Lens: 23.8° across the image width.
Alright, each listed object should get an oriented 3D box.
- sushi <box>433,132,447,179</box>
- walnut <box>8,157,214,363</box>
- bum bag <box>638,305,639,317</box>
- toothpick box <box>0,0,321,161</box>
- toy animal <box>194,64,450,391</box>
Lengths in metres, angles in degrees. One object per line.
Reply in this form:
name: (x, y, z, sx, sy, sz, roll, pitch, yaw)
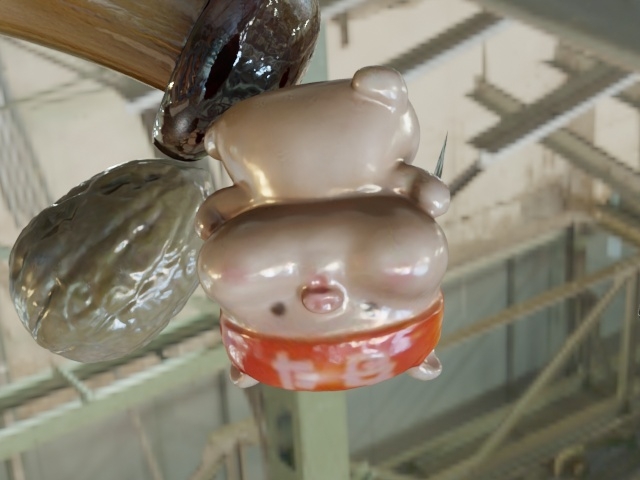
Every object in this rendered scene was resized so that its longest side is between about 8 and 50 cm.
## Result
sushi: (0.096, -0.001, 1.769, 0.043, 0.279, 0.192, 17, -105, 7)
walnut: (-0.190, 0.014, 1.438, 0.230, 0.178, 0.178, -44, -144, -2)
bum bag: (0.462, 0.028, 1.873, 0.087, 0.197, 0.049, 25, 170, 1)
toothpick box: (-0.146, -0.185, 1.137, 0.294, 0.192, 0.192, 27, -149, -2)
toy animal: (0.000, 0.000, 0.972, 0.171, 0.197, 0.171, -6, 166, -1)
